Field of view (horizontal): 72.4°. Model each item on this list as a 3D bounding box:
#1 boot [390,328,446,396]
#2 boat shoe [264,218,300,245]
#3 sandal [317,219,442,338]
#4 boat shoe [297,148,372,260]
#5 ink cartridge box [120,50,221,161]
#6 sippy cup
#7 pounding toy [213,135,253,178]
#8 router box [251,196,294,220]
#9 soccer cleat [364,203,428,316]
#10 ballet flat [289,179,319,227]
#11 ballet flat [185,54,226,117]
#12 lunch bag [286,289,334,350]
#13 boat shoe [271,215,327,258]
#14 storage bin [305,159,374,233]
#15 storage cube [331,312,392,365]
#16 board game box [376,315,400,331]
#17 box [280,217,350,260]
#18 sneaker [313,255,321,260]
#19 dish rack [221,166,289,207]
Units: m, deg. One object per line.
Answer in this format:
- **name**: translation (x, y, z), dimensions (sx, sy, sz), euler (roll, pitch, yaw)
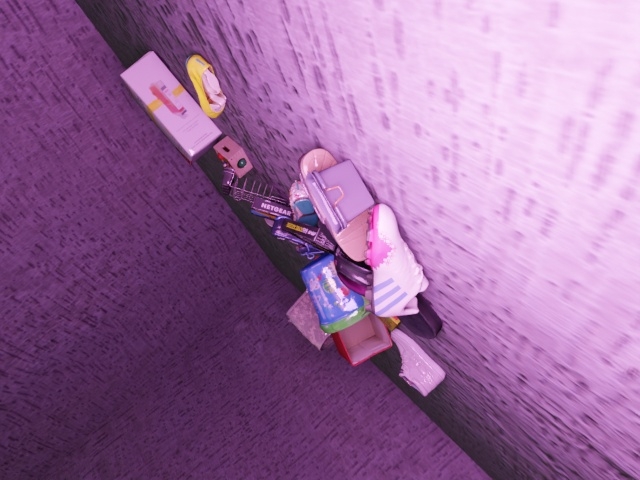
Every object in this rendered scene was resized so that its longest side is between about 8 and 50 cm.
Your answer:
- **boot**: translation (0.328, 0.450, 1.621), dimensions (0.258, 0.123, 0.095), euler (42, 167, 28)
- **boat shoe**: translation (-0.144, -0.052, 1.816), dimensions (0.254, 0.095, 0.079), euler (25, 145, 42)
- **sandal**: translation (0.146, 0.112, 1.149), dimensions (0.446, 0.107, 0.167), euler (47, 157, -6)
- **boat shoe**: translation (0.037, -0.082, 1.009), dimensions (0.285, 0.102, 0.092), euler (57, 172, -21)
- **ink cartridge box**: translation (-0.594, -0.516, 1.761), dimensions (0.385, 0.160, 0.279), euler (51, 169, -13)
- **sippy cup**: translation (0.054, 0.155, 1.471), dimensions (0.224, 0.305, 0.240), euler (59, -151, -5)
- **pounding toy**: translation (-0.336, -0.305, 1.649), dimensions (0.141, 0.100, 0.130), euler (41, 167, 31)
- **router box**: translation (-0.165, -0.103, 1.616), dimensions (0.178, 0.046, 0.133), euler (17, 171, -7)
- **soccer cleat**: translation (0.170, 0.050, 0.968), dimensions (0.142, 0.116, 0.332), euler (2, 136, 8)
- **ballet flat**: translation (-0.048, -0.106, 1.338), dimensions (0.241, 0.091, 0.077), euler (89, 169, -67)
- **ballet flat**: translation (-0.311, -0.423, 1.247), dimensions (0.077, 0.077, 0.231), euler (27, 160, 17)
- **lunch bag**: translation (0.016, 0.326, 1.975), dimensions (0.235, 0.287, 0.169), euler (42, 167, 25)
- **boat shoe**: translation (-0.065, 0.008, 1.565), dimensions (0.258, 0.089, 0.109), euler (30, 167, -12)
- **storage bin**: translation (0.044, -0.097, 0.888), dimensions (0.135, 0.091, 0.098), euler (59, 169, 2)
- **storage cube**: translation (0.144, 0.354, 1.750), dimensions (0.215, 0.183, 0.193), euler (66, 167, -4)
- **board game box**: translation (0.239, 0.260, 1.525), dimensions (0.092, 0.043, 0.181), euler (45, 168, 16)
- **box**: translation (0.000, 0.000, 1.315), dimensions (0.190, 0.045, 0.184), euler (29, 176, -39)
- **sneaker**: translation (0.014, 0.111, 1.743), dimensions (0.118, 0.107, 0.279), euler (55, 168, 15)
- **dish rack**: translation (-0.246, -0.182, 1.660), dimensions (0.271, 0.074, 0.208), euler (18, 173, -10)
